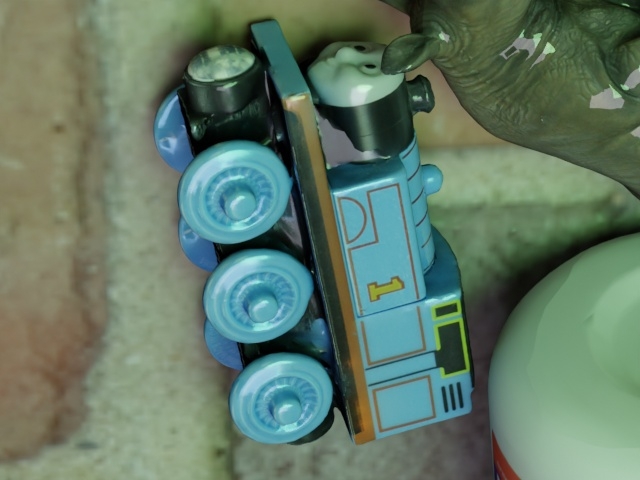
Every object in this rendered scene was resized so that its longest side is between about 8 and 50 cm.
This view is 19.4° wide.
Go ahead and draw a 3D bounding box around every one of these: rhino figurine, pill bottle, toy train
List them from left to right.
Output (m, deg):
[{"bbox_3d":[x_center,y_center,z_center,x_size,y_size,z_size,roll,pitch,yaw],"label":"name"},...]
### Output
[{"bbox_3d":[0.000,0.000,0.735,0.105,0.080,0.184,-16,123,-7],"label":"toy train"},{"bbox_3d":[0.110,-0.068,0.696,0.243,0.073,0.106,23,131,-23],"label":"rhino figurine"},{"bbox_3d":[0.168,0.165,0.803,0.181,0.181,0.323,-8,126,-1],"label":"pill bottle"}]
